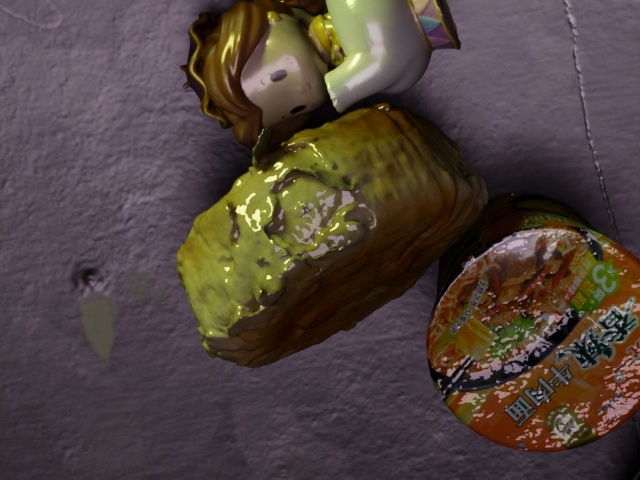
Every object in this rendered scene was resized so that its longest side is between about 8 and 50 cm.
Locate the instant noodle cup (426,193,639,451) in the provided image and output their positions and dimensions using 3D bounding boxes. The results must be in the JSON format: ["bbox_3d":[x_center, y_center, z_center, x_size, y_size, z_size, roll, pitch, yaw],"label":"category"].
[{"bbox_3d":[0.209,0.064,1.883,0.230,0.182,0.230,-1,110,-2],"label":"instant noodle cup"}]

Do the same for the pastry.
[{"bbox_3d":[0.000,0.000,1.812,0.329,0.329,0.136,-36,74,11],"label":"pastry"}]

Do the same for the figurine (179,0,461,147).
[{"bbox_3d":[-0.008,-0.180,1.807,0.263,0.189,0.142,-20,128,12],"label":"figurine"}]

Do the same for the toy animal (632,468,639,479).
[{"bbox_3d":[0.404,0.311,1.985,0.187,0.165,0.235,-15,107,1],"label":"toy animal"}]
